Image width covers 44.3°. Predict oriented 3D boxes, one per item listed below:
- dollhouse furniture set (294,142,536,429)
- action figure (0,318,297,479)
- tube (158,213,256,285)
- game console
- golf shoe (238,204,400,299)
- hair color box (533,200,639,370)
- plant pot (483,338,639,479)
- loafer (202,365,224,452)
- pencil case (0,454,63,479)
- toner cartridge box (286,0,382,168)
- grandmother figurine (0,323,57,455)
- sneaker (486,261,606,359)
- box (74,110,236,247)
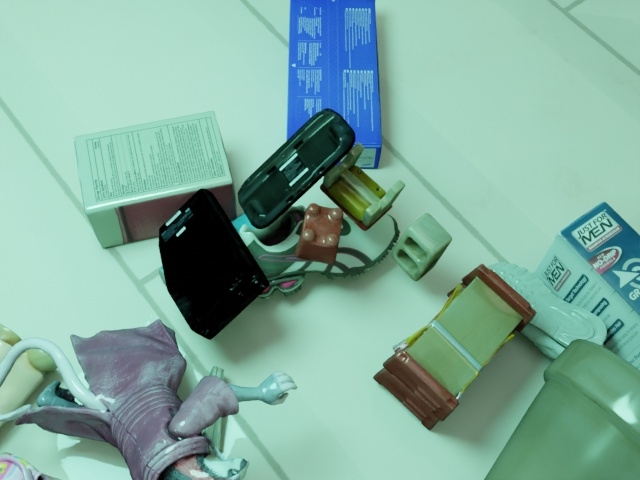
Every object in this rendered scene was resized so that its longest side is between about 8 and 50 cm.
[{"bbox_3d":[0.106,0.068,1.166,0.374,0.152,0.201,44,68,10],"label":"dollhouse furniture set"},{"bbox_3d":[-0.218,0.223,1.005,0.370,0.276,0.248,29,91,49],"label":"action figure"},{"bbox_3d":[-0.161,0.015,1.273,0.207,0.052,0.080,-33,71,-22],"label":"tube"},{"bbox_3d":[-0.089,-0.041,1.140,0.361,0.044,0.213,-43,50,9],"label":"game console"},{"bbox_3d":[0.000,0.000,1.234,0.273,0.120,0.105,-20,39,-15],"label":"golf shoe"},{"bbox_3d":[0.482,0.126,1.165,0.105,0.174,0.347,-32,68,-19],"label":"hair color box"},{"bbox_3d":[0.343,0.334,1.000,0.280,0.323,0.323,-41,69,-3],"label":"plant pot"},{"bbox_3d":[-0.155,0.249,1.152,0.039,0.045,0.125,16,68,-13],"label":"loafer"},{"bbox_3d":[-0.324,0.348,0.950,0.124,0.284,0.124,-7,58,11],"label":"pencil case"},{"bbox_3d":[0.022,-0.294,1.431,0.165,0.075,0.347,2,62,-2],"label":"toner cartridge box"},{"bbox_3d":[-0.528,0.275,1.088,0.208,0.104,0.342,22,60,19],"label":"grandmother figurine"},{"bbox_3d":[0.333,0.122,1.218,0.090,0.094,0.235,-35,49,-14],"label":"sneaker"},{"bbox_3d":[-0.265,-0.099,1.284,0.233,0.126,0.148,-12,63,-8],"label":"box"}]
